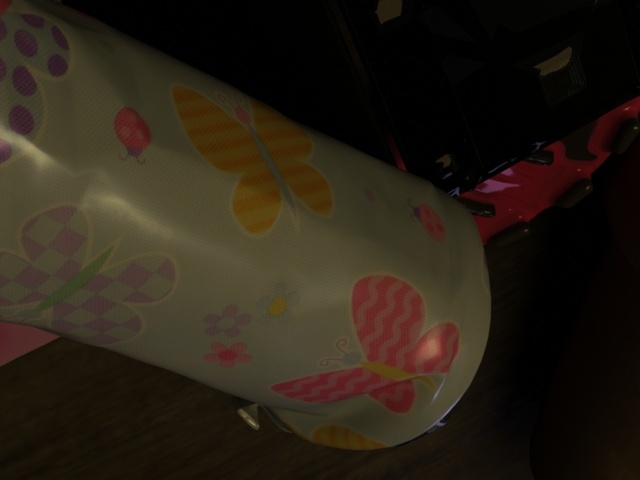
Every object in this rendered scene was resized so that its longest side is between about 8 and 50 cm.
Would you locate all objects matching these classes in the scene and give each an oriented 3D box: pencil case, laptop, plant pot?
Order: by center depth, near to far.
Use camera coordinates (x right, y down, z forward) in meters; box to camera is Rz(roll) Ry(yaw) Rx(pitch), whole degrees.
[{"bbox_3d":[-0.062,-0.005,0.587,0.273,0.113,0.124,25,136,-38],"label":"pencil case"},{"bbox_3d":[0.014,-0.143,0.673,0.264,0.136,0.234,-29,126,-5],"label":"laptop"},{"bbox_3d":[0.233,0.075,0.893,0.263,0.263,0.229,9,127,-34],"label":"plant pot"}]

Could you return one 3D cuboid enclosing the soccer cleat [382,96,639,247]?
[{"bbox_3d":[0.117,-0.137,0.785,0.116,0.143,0.331,9,132,-28],"label":"soccer cleat"}]

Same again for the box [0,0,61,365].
[{"bbox_3d":[-0.217,-0.036,0.624,0.243,0.117,0.213,-26,124,-18],"label":"box"}]
